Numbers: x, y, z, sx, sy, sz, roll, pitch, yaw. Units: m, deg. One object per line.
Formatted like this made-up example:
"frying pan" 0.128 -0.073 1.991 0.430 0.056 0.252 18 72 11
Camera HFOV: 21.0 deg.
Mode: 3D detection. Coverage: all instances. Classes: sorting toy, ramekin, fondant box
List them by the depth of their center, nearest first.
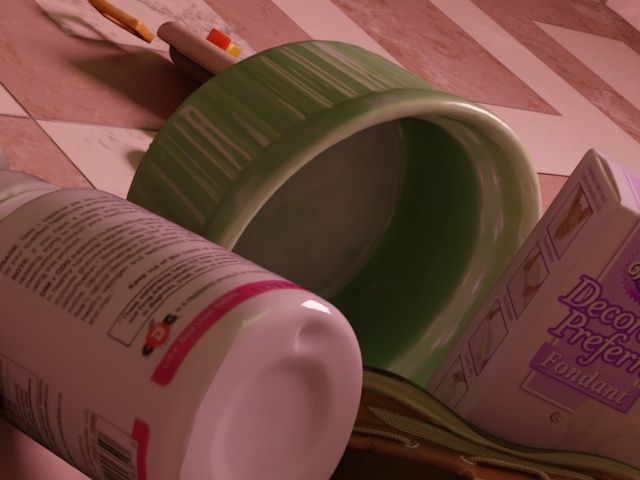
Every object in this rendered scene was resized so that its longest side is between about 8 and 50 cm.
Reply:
"fondant box" 0.206 0.133 1.215 0.238 0.330 0.096 26 22 -15
"ramekin" 0.000 0.000 1.279 0.303 0.303 0.148 11 23 -43
"sorting toy" -0.078 -0.171 1.765 0.347 0.047 0.196 31 -2 -2

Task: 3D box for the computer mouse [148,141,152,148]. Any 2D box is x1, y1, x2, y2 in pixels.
"computer mouse" -0.068 -0.020 1.563 0.242 0.041 0.071 42 22 21

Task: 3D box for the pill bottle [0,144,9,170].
"pill bottle" -0.295 -0.058 1.230 0.117 0.117 0.208 4 35 -51

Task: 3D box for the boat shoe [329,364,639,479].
"boat shoe" 0.110 0.190 1.103 0.324 0.123 0.120 20 20 12

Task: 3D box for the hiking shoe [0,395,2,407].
"hiking shoe" -0.331 0.060 0.989 0.304 0.113 0.132 33 51 -15

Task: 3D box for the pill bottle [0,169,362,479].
"pill bottle" -0.125 0.061 1.071 0.283 0.160 0.160 26 13 39
